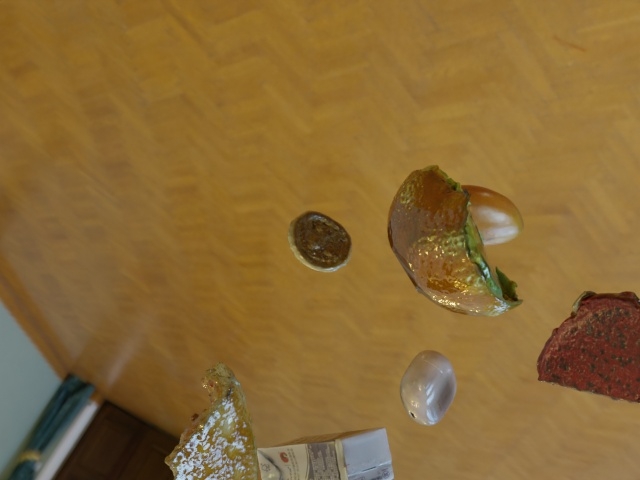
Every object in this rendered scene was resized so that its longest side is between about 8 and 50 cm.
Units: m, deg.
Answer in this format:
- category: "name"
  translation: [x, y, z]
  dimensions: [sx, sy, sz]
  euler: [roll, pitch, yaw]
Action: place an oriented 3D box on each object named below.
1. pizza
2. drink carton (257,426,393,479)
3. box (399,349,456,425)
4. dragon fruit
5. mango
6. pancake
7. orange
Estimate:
- category: "pizza"
  translation: [-0.171, 0.371, 1.410]
  dimensions: [0.074, 0.182, 0.365]
  euler: [15, 115, 39]
- category: "drink carton"
  translation: [0.005, 0.413, 1.654]
  dimensions: [0.222, 0.101, 0.134]
  euler: [-16, 173, 40]
- category: "box"
  translation: [0.241, 0.328, 1.977]
  dimensions: [0.088, 0.146, 0.200]
  euler: [25, 155, 29]
- category: "dragon fruit"
  translation: [0.592, 0.192, 1.712]
  dimensions: [0.317, 0.152, 0.204]
  euler: [9, 105, 42]
- category: "mango"
  translation: [0.338, -0.048, 1.914]
  dimensions: [0.220, 0.112, 0.144]
  euler: [8, 127, -14]
- category: "pancake"
  translation: [0.000, 0.000, 1.996]
  dimensions: [0.158, 0.158, 0.028]
  euler: [33, 145, -7]
- category: "orange"
  translation: [0.242, 0.016, 1.651]
  dimensions: [0.263, 0.196, 0.334]
  euler: [38, -169, -38]
